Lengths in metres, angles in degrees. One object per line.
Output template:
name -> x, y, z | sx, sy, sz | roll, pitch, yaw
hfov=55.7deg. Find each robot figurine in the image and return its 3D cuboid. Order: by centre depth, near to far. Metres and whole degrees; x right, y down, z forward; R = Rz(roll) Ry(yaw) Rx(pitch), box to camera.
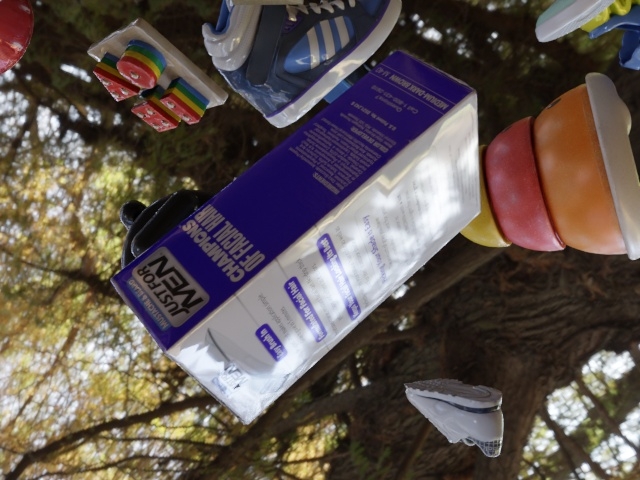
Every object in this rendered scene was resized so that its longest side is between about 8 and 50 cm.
robot figurine -> -0.156, 0.037, 0.797 | 0.174, 0.278, 0.209 | -14, -109, -7

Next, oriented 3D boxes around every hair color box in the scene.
hair color box -> 0.000, 0.000, 0.580 | 0.339, 0.185, 0.110 | -42, -124, -13

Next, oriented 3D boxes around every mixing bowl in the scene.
mixing bowl -> -0.571, -0.361, 0.972 | 0.181, 0.181, 0.098 | 49, -175, 10

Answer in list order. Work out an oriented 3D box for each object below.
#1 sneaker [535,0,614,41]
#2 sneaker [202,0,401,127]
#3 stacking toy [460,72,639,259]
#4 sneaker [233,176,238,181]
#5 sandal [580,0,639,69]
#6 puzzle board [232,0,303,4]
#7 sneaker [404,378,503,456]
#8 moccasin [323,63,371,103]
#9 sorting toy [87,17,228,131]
sneaker -> 0.351, -0.390, 0.780 | 0.151, 0.256, 0.094 | 50, -152, 8
sneaker -> -0.038, -0.369, 0.986 | 0.236, 0.323, 0.130 | 47, 176, -30
stacking toy -> 0.369, -0.096, 1.200 | 0.350, 0.480, 0.350 | 37, -134, -52
sneaker -> -0.160, -0.089, 1.275 | 0.054, 0.061, 0.152 | 16, 176, 9
sandal -> 0.590, -0.388, 0.986 | 0.138, 0.317, 0.126 | 63, -160, -9
puzzle board -> -0.072, -0.328, 0.767 | 0.096, 0.128, 0.011 | 0, -91, 1
sneaker -> 0.214, 0.287, 1.012 | 0.090, 0.235, 0.094 | -9, -89, -20
moccasin -> 0.106, -0.300, 1.228 | 0.342, 0.138, 0.116 | 35, -113, -47
sorting toy -> -0.393, -0.361, 1.400 | 0.255, 0.257, 0.089 | 38, -114, -36
